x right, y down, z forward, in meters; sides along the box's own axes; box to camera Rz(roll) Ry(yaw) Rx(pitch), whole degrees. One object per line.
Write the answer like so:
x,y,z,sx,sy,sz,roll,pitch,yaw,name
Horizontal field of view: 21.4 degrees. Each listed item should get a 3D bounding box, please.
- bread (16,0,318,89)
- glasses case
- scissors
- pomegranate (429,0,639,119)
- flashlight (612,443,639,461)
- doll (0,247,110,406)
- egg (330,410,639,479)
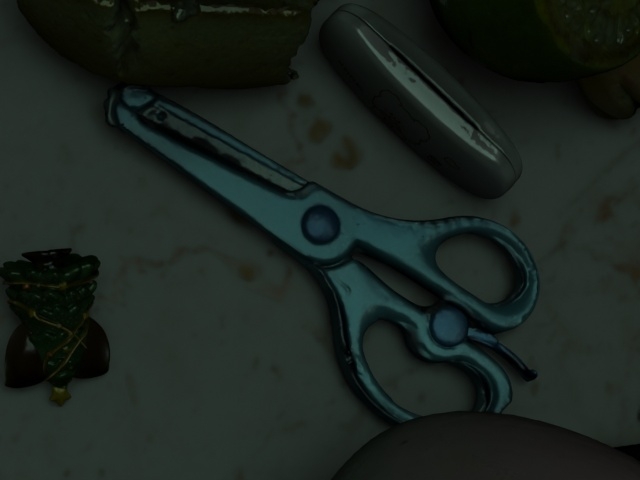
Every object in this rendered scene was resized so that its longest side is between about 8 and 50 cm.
-0.107,-0.208,1.260,0.257,0.124,0.186,-9,70,-17,bread
0.077,-0.107,1.310,0.193,0.074,0.049,43,69,-1,glasses case
0.000,0.000,1.290,0.393,0.032,0.180,33,73,-5,scissors
0.183,-0.208,1.324,0.241,0.159,0.189,15,82,-38,pomegranate
0.293,0.180,1.286,0.232,0.093,0.093,-8,79,-12,flashlight
-0.188,0.059,1.211,0.078,0.077,0.113,-6,80,-23,doll
0.126,0.268,1.105,0.355,0.354,0.339,-16,65,-16,egg
